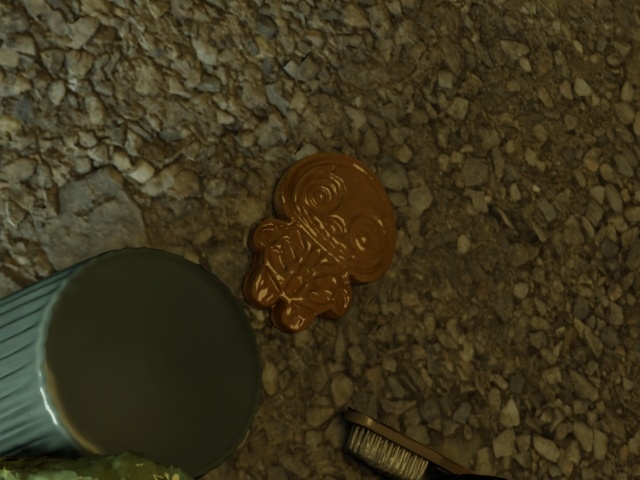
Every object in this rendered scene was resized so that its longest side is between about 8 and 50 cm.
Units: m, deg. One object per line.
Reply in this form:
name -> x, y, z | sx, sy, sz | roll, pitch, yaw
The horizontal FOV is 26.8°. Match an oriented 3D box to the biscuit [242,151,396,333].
biscuit -> 0.000, 0.000, 1.864 | 0.202, 0.044, 0.288 | 47, 54, -11

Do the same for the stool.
stool -> -0.250, 0.163, 1.470 | 0.297, 0.330, 0.297 | 11, 68, -29

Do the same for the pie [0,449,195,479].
pie -> -0.215, 0.367, 1.306 | 0.180, 0.418, 0.395 | -52, 133, -59

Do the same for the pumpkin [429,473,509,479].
pumpkin -> 0.197, 0.461, 1.731 | 0.321, 0.192, 0.320 | 5, 80, -29

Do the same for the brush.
brush -> 0.161, 0.322, 1.848 | 0.327, 0.070, 0.065 | 29, 79, -24
